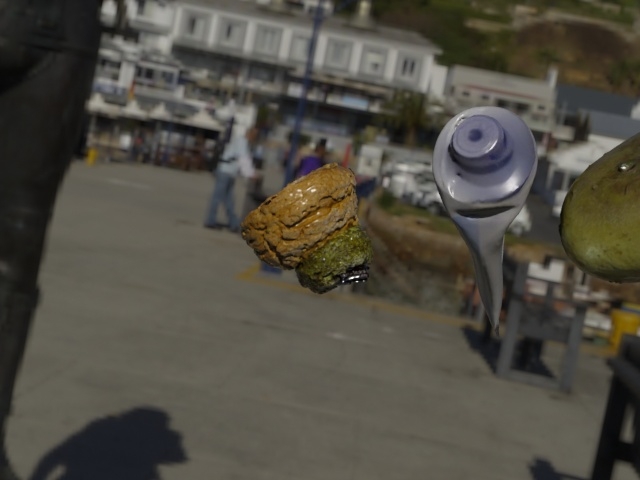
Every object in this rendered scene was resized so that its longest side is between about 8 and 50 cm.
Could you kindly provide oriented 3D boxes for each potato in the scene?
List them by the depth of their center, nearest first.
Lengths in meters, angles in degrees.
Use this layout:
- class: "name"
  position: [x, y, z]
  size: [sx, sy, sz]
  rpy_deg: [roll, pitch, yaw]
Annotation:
- class: "potato"
  position: [0.433, -0.051, 1.552]
  size: [0.307, 0.173, 0.210]
  rpy_deg: [-26, 43, 1]

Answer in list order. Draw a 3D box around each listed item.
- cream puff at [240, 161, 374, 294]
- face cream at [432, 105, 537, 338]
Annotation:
- class: "cream puff"
  position: [0.000, 0.000, 1.805]
  size: [0.183, 0.169, 0.183]
  rpy_deg: [-32, -4, -3]
- class: "face cream"
  position: [0.245, -0.045, 1.814]
  size: [0.137, 0.235, 0.420]
  rpy_deg: [0, -25, 13]
